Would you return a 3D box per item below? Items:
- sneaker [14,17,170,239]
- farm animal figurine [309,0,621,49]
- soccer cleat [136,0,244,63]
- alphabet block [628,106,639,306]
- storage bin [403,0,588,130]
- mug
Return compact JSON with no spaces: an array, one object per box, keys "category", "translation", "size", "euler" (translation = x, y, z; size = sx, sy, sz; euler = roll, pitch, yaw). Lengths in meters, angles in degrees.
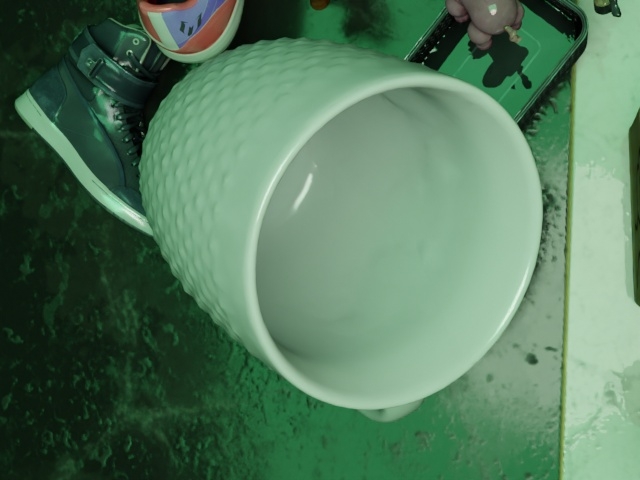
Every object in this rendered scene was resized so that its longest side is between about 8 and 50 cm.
[{"category":"sneaker","translation":[-0.183,-0.120,1.301],"size":[0.163,0.086,0.226],"euler":[-45,81,10]},{"category":"farm animal figurine","translation":[0.113,-0.343,1.148],"size":[0.330,0.172,0.326],"euler":[0,66,16]},{"category":"soccer cleat","translation":[-0.106,-0.326,1.181],"size":[0.109,0.116,0.318],"euler":[8,83,12]},{"category":"alphabet block","translation":[0.375,-0.029,1.137],"size":[0.194,0.197,0.192],"euler":[-3,89,10]},{"category":"storage bin","translation":[0.160,-0.167,1.238],"size":[0.122,0.084,0.180],"euler":[39,97,9]},{"category":"mug","translation":[0.000,0.000,1.158],"size":[0.276,0.328,0.374],"euler":[-29,119,-19]}]
